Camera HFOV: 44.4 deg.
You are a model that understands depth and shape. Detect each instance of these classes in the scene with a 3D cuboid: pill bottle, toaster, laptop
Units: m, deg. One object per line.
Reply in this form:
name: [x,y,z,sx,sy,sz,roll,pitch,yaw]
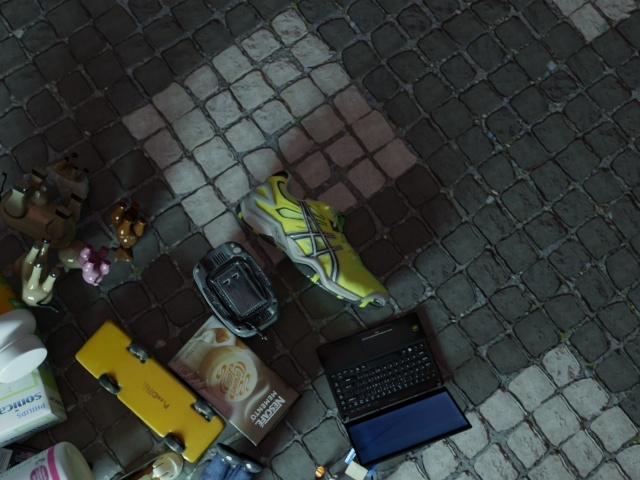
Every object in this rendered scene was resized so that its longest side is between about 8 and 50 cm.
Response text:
pill bottle: [-0.639,0.149,1.512,0.136,0.136,0.245,-39,75,-9]
toaster: [-0.162,0.117,1.643,0.129,0.146,0.227,-37,78,-8]
laptop: [0.143,0.297,1.602,0.235,0.136,0.264,-19,77,-5]
pill bottle: [-0.584,0.522,1.502,0.283,0.160,0.160,-28,77,-7]

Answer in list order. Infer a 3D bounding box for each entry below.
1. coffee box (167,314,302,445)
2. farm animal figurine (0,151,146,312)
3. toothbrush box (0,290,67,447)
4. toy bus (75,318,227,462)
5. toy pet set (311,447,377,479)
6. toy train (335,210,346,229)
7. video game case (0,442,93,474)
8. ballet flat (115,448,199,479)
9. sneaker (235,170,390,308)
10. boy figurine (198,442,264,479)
coffee box: [-0.174,0.290,1.624,0.246,0.098,0.141,39,79,9]
farm animal figurine: [-0.551,-0.004,1.634,0.327,0.330,0.172,42,125,10]
toothbrush box: [-0.671,0.270,1.602,0.206,0.122,0.283,-21,72,-9]
toy bus: [-0.344,0.307,1.605,0.333,0.130,0.108,39,78,9]
toy pet set: [0.061,0.478,1.610,0.122,0.065,0.114,30,113,10]
toy train: [0.037,-0.025,1.745,0.024,0.017,0.083,17,76,-6]
video game case: [-0.635,0.544,1.597,0.275,0.035,0.248,14,76,3]
ballet flat: [-0.341,0.483,1.593,0.213,0.068,0.072,-29,77,-7]
sneaker: [0.000,0.000,1.663,0.385,0.145,0.147,39,93,8]
boy figurine: [-0.229,0.547,1.550,0.177,0.092,0.285,33,79,-20]
